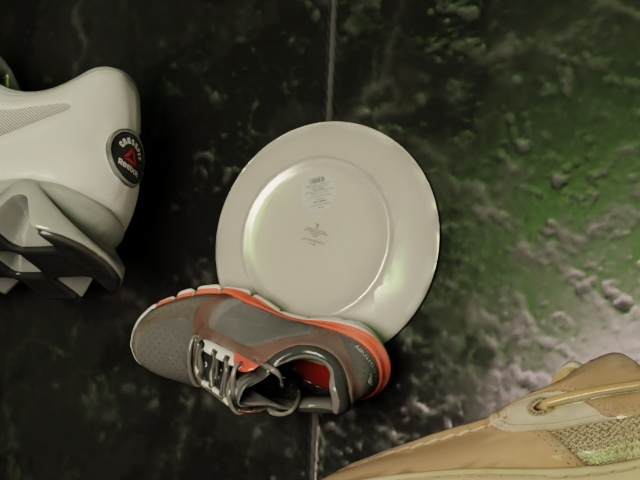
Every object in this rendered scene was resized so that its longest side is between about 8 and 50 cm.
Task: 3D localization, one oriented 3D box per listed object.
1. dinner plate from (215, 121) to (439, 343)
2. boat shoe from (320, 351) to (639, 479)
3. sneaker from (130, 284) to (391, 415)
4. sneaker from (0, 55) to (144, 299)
[{"bbox_3d":[0.000,0.000,1.093,0.141,0.017,0.141,-5,78,23],"label":"dinner plate"},{"bbox_3d":[0.149,0.121,0.962,0.341,0.122,0.110,-8,41,21],"label":"boat shoe"},{"bbox_3d":[-0.043,0.066,1.064,0.158,0.065,0.061,3,114,25],"label":"sneaker"},{"bbox_3d":[-0.244,-0.045,1.172,0.330,0.122,0.146,0,63,26],"label":"sneaker"}]
